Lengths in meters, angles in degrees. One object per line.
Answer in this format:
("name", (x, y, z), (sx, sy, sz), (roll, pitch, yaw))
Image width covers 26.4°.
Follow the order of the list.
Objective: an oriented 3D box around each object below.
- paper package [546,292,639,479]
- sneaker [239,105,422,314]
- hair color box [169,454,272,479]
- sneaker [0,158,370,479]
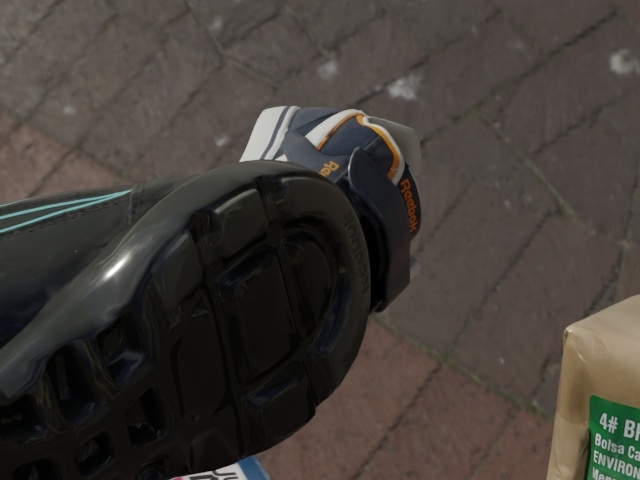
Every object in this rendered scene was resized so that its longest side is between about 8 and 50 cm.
("paper package", (0.302, 0.133, 0.686), (0.324, 0.309, 0.168), (12, 99, 26))
("sneaker", (0.000, 0.000, 0.925), (0.127, 0.126, 0.321), (0, 35, 11))
("hair color box", (-0.174, 0.245, 0.697), (0.347, 0.174, 0.105), (-13, 28, -16))
("sneaker", (-0.104, 0.053, 0.356), (0.106, 0.101, 0.267), (9, 26, 44))
